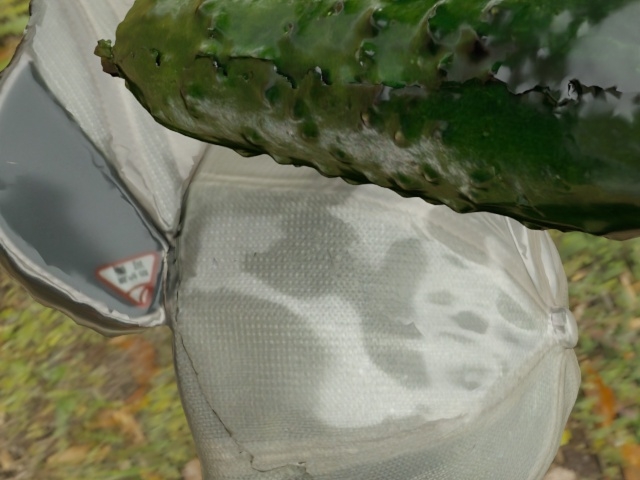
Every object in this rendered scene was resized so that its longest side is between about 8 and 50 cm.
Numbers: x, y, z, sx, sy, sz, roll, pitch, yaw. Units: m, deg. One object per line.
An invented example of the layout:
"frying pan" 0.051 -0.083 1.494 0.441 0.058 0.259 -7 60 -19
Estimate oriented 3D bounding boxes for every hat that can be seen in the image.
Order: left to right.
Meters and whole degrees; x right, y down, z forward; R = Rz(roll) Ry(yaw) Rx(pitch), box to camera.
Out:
"hat" -0.007 -0.005 0.617 0.275 0.161 0.232 56 11 21

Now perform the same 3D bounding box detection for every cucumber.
"cucumber" 0.018 -0.041 0.383 0.069 0.227 0.069 -11 106 -43
